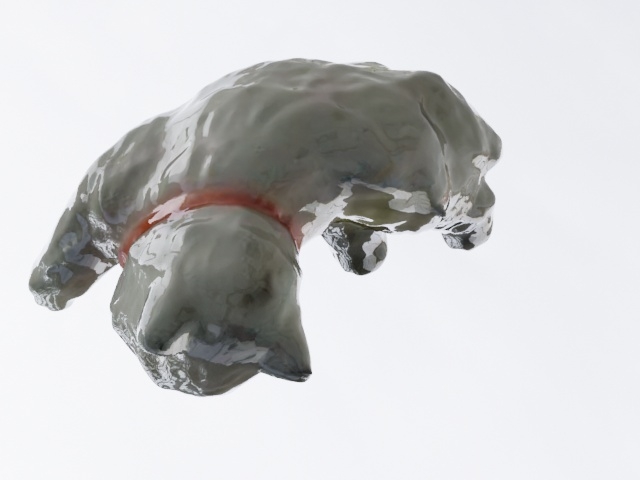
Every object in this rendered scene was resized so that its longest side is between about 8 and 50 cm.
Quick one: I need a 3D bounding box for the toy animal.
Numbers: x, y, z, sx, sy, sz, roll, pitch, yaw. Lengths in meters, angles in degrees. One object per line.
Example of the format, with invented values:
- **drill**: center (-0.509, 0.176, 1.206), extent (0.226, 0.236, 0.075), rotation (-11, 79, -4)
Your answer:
- **toy animal**: center (0.000, 0.000, 0.950), extent (0.308, 0.266, 0.188), rotation (21, -168, -25)
